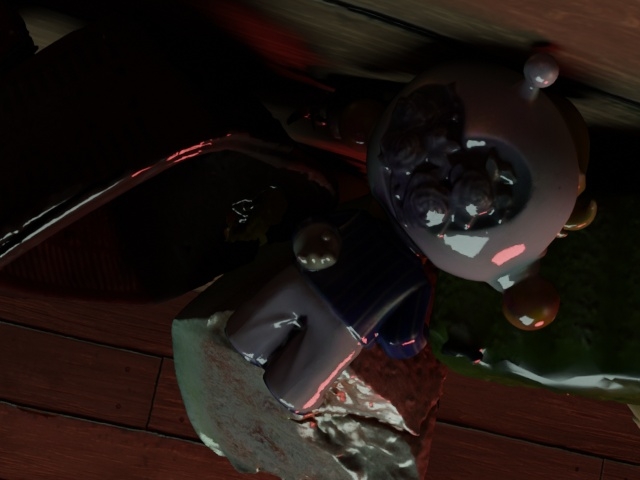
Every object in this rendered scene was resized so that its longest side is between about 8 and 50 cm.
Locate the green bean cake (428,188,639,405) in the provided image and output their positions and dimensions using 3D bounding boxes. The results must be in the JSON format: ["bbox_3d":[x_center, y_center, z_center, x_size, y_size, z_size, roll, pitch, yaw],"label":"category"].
[{"bbox_3d":[0.233,0.046,0.887,0.250,0.156,0.247,6,177,26],"label":"green bean cake"}]

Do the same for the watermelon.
[{"bbox_3d":[0.011,0.090,0.970,0.193,0.310,0.231,59,-173,-24],"label":"watermelon"}]

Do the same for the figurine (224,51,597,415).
[{"bbox_3d":[0.049,-0.012,0.755,0.274,0.193,0.133,-23,165,16],"label":"figurine"}]

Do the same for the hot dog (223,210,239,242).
[{"bbox_3d":[-0.059,-0.011,1.357,0.146,0.103,0.213,-7,-171,-22],"label":"hot dog"}]

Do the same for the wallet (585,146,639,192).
[{"bbox_3d":[0.169,-0.055,0.931,0.255,0.031,0.137,10,172,23],"label":"wallet"}]

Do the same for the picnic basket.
[{"bbox_3d":[-0.124,-0.056,0.822,0.222,0.129,0.297,-27,167,14],"label":"picnic basket"}]

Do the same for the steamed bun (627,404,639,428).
[{"bbox_3d":[0.466,0.155,1.293,0.276,0.203,0.289,10,171,17],"label":"steamed bun"}]

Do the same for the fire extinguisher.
[{"bbox_3d":[0.060,-0.088,0.836,0.158,0.043,0.064,11,-147,16],"label":"fire extinguisher"}]

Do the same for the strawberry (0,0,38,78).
[{"bbox_3d":[-0.280,-0.148,0.813,0.187,0.082,0.146,15,167,14],"label":"strawberry"}]

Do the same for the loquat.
[{"bbox_3d":[0.000,0.000,1.152,0.205,0.149,0.172,3,172,-28],"label":"loquat"}]
